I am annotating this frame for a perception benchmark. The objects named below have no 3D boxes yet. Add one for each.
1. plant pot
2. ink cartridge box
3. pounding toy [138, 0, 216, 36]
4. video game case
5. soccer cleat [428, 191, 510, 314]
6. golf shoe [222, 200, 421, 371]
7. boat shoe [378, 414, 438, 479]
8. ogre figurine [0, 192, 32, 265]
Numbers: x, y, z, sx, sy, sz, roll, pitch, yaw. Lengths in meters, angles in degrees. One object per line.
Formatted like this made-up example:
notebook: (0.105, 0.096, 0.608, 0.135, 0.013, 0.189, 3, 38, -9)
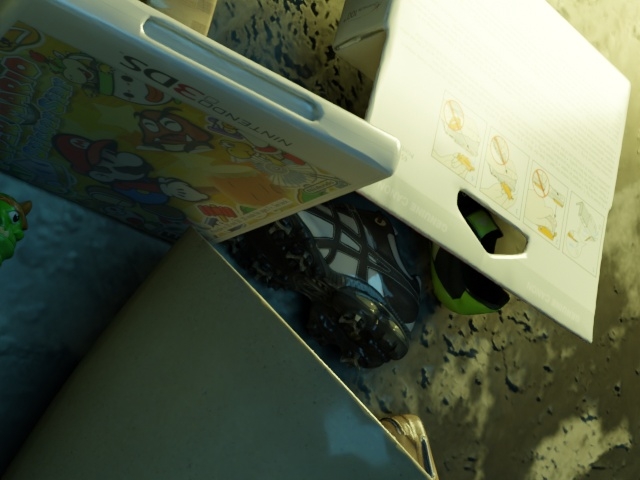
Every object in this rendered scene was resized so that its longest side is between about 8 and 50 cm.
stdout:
plant pot: (-0.087, 0.177, 0.605, 0.274, 0.256, 0.256, -44, 112, -5)
ink cartridge box: (0.120, -0.081, 0.763, 0.275, 0.060, 0.238, 31, 64, -35)
pounding toy: (-0.099, -0.130, 0.609, 0.206, 0.181, 0.094, 20, 80, -29)
video game case: (-0.103, -0.058, 0.582, 0.206, 0.227, 0.026, 24, 67, -28)
soccer cleat: (0.100, -0.027, 0.789, 0.060, 0.072, 0.178, -25, 103, -28)
golf shoe: (0.000, 0.000, 0.741, 0.198, 0.077, 0.094, 51, 50, -22)
boat shoe: (0.078, 0.219, 0.782, 0.066, 0.066, 0.183, -19, 100, -30)
ogre figurine: (-0.223, 0.003, 0.560, 0.197, 0.097, 0.118, 70, 37, -48)
